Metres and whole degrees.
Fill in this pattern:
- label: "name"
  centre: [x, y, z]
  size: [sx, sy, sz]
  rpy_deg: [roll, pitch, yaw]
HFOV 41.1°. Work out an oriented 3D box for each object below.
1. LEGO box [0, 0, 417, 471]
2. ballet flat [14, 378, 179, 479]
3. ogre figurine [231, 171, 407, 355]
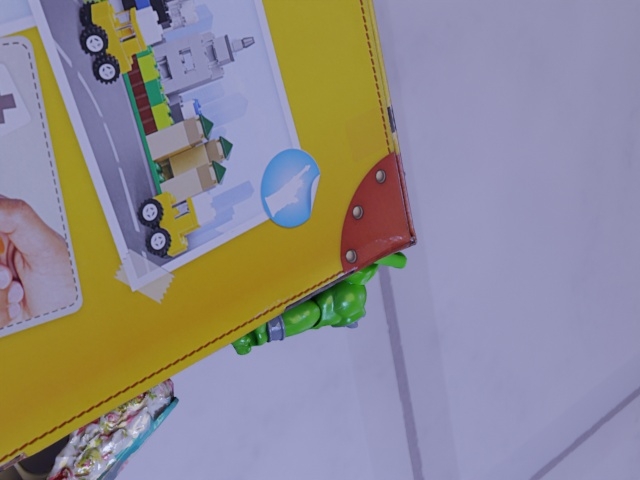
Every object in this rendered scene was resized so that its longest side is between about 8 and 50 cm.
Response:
- label: "LEGO box"
  centre: [-0.181, -0.168, 0.397]
  size: [0.372, 0.193, 0.500]
  rpy_deg: [-27, 114, -36]
- label: "ballet flat"
  centre: [-0.193, 0.174, 0.576]
  size: [0.077, 0.091, 0.241]
  rpy_deg: [39, 67, -7]
- label: "ogre figurine"
  centre: [0.000, 0.000, 0.681]
  size: [0.118, 0.097, 0.197]
  rpy_deg: [13, 79, -30]
